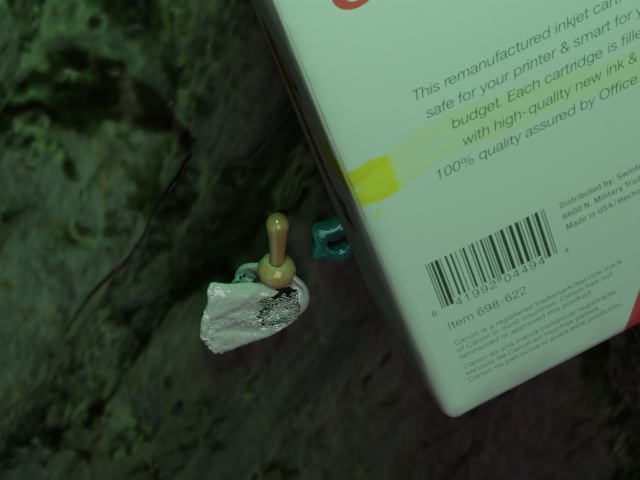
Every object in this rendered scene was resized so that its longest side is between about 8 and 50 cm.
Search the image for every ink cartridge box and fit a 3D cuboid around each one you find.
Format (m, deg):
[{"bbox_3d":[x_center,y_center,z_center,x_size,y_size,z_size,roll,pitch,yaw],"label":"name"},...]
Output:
[{"bbox_3d":[0.124,-0.117,1.136,0.279,0.160,0.384,-26,129,-3],"label":"ink cartridge box"}]

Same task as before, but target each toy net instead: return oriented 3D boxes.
[{"bbox_3d":[0.000,0.000,1.317,0.122,0.045,0.232,26,119,-36],"label":"toy net"}]
